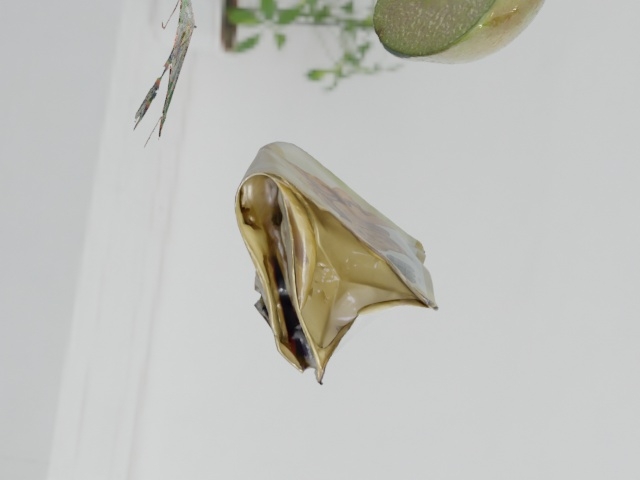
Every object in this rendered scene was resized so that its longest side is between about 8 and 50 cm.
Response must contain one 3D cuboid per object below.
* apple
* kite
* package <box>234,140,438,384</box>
[{"bbox_3d":[0.164,-0.281,1.730,0.193,0.265,0.120,-48,122,-1],"label":"apple"},{"bbox_3d":[-0.157,-0.185,1.485,0.244,0.006,0.198,-72,176,-58],"label":"kite"},{"bbox_3d":[-0.017,0.028,1.446,0.165,0.221,0.311,-51,-173,7],"label":"package"}]
